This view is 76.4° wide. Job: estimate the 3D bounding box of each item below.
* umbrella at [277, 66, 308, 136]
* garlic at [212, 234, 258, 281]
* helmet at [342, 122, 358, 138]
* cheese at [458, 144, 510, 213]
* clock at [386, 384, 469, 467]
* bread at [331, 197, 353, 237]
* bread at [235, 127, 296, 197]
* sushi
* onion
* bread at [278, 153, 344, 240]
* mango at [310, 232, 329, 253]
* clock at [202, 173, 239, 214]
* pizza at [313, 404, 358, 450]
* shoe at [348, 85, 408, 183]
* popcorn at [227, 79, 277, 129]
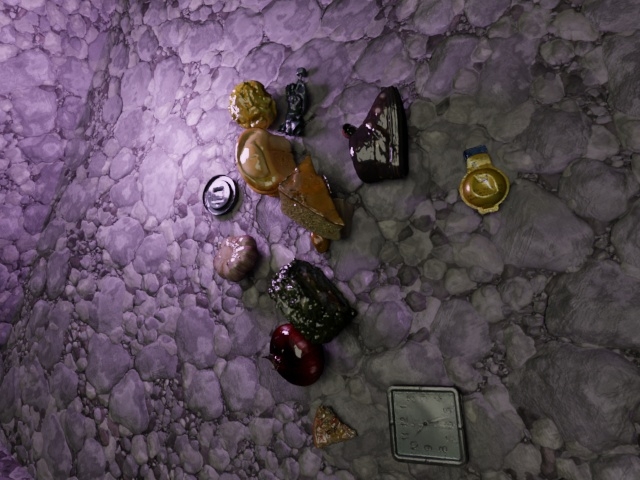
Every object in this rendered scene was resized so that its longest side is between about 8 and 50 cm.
[{"bbox_3d":[-0.123,-0.666,1.944,0.143,0.094,0.349,7,83,23],"label":"umbrella"},{"bbox_3d":[-0.386,0.084,1.927,0.245,0.160,0.245,-21,55,33],"label":"garlic"},{"bbox_3d":[0.131,-0.478,1.812,0.084,0.049,0.065,31,62,1],"label":"helmet"},{"bbox_3d":[0.607,-0.232,1.527,0.177,0.069,0.270,-14,73,23],"label":"cheese"},{"bbox_3d":[0.391,0.676,1.500,0.279,0.049,0.273,-8,78,25],"label":"clock"},{"bbox_3d":[0.081,-0.095,1.746,0.077,0.105,0.152,5,83,34],"label":"bread"},{"bbox_3d":[-0.264,-0.348,1.877,0.211,0.270,0.316,-25,77,36],"label":"bread"},{"bbox_3d":[-0.047,0.241,1.652,0.352,0.294,0.178,47,106,21],"label":"sushi"},{"bbox_3d":[-0.122,0.479,1.666,0.273,0.285,0.273,18,116,42],"label":"onion"},{"bbox_3d":[-0.002,-0.181,1.725,0.315,0.248,0.279,24,61,8],"label":"bread"},{"bbox_3d":[0.000,0.000,1.795,0.080,0.060,0.114,-6,77,9],"label":"mango"},{"bbox_3d":[-0.516,-0.233,2.097,0.215,0.042,0.215,-4,80,25],"label":"clock"},{"bbox_3d":[0.055,0.775,1.652,0.195,0.052,0.185,0,85,26],"label":"pizza"},{"bbox_3d":[0.235,-0.432,1.685,0.237,0.171,0.384,-3,88,22],"label":"shoe"},{"bbox_3d":[-0.326,-0.653,1.985,0.249,0.225,0.249,1,95,14],"label":"popcorn"}]
